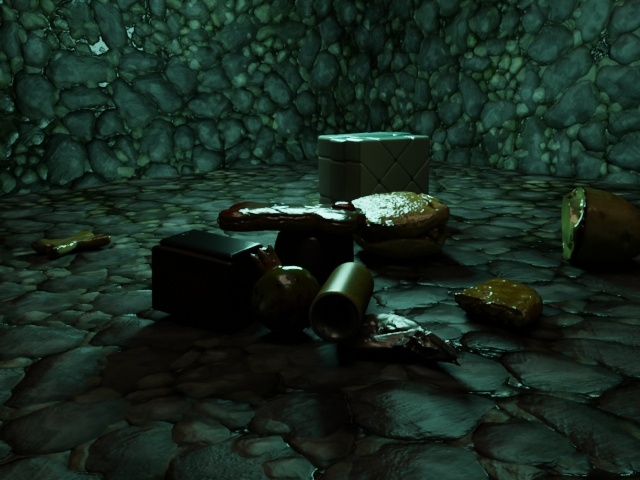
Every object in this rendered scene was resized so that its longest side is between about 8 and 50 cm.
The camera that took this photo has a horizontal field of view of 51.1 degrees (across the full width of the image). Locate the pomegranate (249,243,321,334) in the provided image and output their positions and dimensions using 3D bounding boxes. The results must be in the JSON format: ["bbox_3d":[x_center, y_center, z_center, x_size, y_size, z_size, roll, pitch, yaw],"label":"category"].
[{"bbox_3d":[-0.084,0.107,1.443,0.159,0.205,0.159,-28,-14,-8],"label":"pomegranate"}]

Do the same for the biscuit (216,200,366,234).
[{"bbox_3d":[-0.070,-0.075,1.876,0.394,0.076,0.368,2,9,1],"label":"biscuit"}]

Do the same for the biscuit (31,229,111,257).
[{"bbox_3d":[-0.814,0.010,2.189,0.164,0.047,0.208,13,20,41],"label":"biscuit"}]

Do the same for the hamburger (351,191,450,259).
[{"bbox_3d":[0.234,-0.049,2.058,0.284,0.174,0.304,-4,14,-9],"label":"hamburger"}]

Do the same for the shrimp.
[{"bbox_3d":[0.142,0.198,1.332,0.164,0.062,0.317,-15,15,-31],"label":"shrimp"}]

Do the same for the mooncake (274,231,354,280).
[{"bbox_3d":[-0.017,0.031,1.877,0.245,0.133,0.245,2,7,0],"label":"mooncake"}]

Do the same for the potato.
[{"bbox_3d":[0.806,-0.034,1.903,0.243,0.242,0.285,1,8,10],"label":"potato"}]

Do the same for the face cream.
[{"bbox_3d":[0.055,0.115,1.422,0.105,0.105,0.348,1,10,10],"label":"face cream"}]

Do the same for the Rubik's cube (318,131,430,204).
[{"bbox_3d":[0.198,-0.242,2.539,0.322,0.318,0.316,-8,15,-29],"label":"Rubik's cube"}]

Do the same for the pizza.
[{"bbox_3d":[0.403,0.142,1.527,0.197,0.058,0.292,-2,12,2],"label":"pizza"}]

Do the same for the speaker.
[{"bbox_3d":[-0.251,0.091,1.540,0.231,0.192,0.153,11,17,27],"label":"speaker"}]
